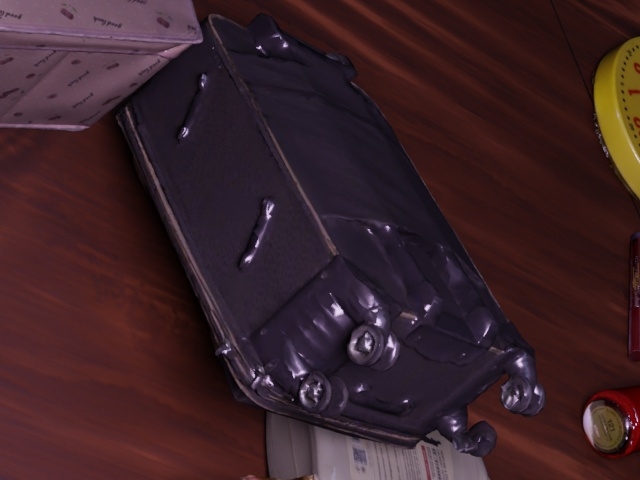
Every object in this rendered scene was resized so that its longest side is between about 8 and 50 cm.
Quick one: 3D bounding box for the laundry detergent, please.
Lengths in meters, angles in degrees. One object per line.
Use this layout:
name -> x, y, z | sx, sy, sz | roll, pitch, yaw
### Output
laundry detergent -> 0.071, 0.218, 1.572 | 0.253, 0.091, 0.181 | 17, 46, -35

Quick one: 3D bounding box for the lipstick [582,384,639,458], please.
lipstick -> 0.400, 0.196, 1.897 | 0.241, 0.080, 0.080 | -5, 70, -43

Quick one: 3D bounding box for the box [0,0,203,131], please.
box -> -0.279, -0.265, 1.462 | 0.225, 0.190, 0.297 | -2, 67, -43

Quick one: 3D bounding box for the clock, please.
clock -> 0.478, -0.145, 2.172 | 0.293, 0.071, 0.277 | -14, 77, -46

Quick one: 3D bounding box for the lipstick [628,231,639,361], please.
lipstick -> 0.384, 0.067, 1.999 | 0.027, 0.027, 0.176 | 29, 48, -27

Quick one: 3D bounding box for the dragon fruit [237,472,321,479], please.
dragon fruit -> -0.019, 0.350, 1.287 | 0.277, 0.277, 0.342 | 20, 53, -34

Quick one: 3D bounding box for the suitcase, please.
suitcase -> 0.000, 0.000, 1.488 | 0.283, 0.194, 0.434 | 21, 33, -47
